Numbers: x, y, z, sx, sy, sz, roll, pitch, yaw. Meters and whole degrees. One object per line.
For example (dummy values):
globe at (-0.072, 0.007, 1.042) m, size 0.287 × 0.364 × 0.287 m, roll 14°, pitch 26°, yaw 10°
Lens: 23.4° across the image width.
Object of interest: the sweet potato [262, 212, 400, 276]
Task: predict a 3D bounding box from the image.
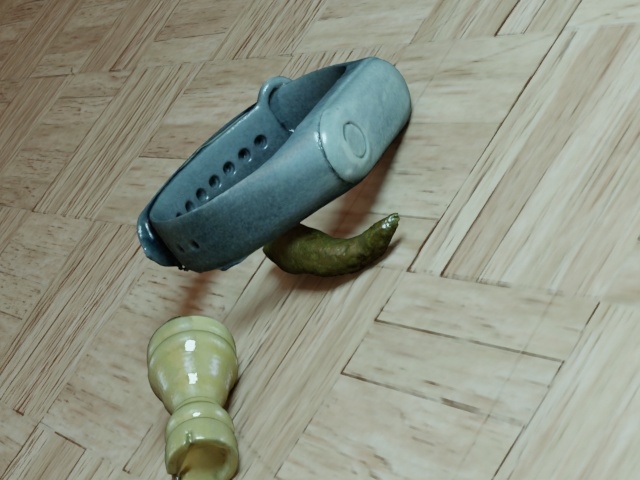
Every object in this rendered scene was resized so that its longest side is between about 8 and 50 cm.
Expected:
sweet potato at (0.000, 0.006, 1.072) m, size 0.153 × 0.038 × 0.041 m, roll -8°, pitch 71°, yaw 54°

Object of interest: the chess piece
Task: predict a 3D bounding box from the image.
chess piece at (-0.084, 0.113, 1.041) m, size 0.066 × 0.066 × 0.122 m, roll -41°, pitch 32°, yaw 20°

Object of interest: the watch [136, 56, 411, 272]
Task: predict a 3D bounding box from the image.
watch at (-0.033, -0.060, 1.138) m, size 0.193 × 0.068 × 0.206 m, roll -22°, pitch 22°, yaw 32°
